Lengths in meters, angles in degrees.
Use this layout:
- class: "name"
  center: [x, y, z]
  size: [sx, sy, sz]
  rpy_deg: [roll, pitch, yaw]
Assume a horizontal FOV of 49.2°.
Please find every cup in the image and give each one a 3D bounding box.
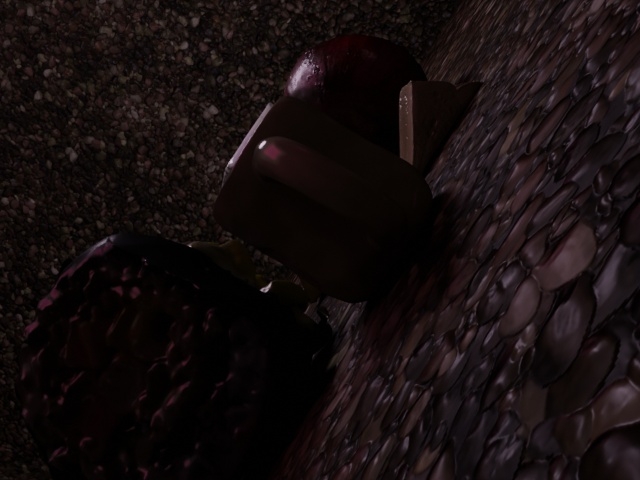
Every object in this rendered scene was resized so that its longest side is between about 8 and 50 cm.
- class: "cup"
  center: [0.017, -0.056, 0.742]
  size: [0.173, 0.202, 0.255]
  rpy_deg: [-60, 3, -27]

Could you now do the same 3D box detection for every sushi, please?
- class: "sushi"
  center: [-0.174, 0.159, 0.901]
  size: [0.285, 0.328, 0.328]
  rpy_deg: [-2, -69, -77]

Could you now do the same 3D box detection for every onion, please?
- class: "onion"
  center: [0.066, -0.243, 1.281]
  size: [0.276, 0.276, 0.276]
  rpy_deg: [-58, 3, 5]

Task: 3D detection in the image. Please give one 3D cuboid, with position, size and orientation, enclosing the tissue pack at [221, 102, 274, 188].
- class: "tissue pack"
  center: [-0.064, -0.183, 1.997]
  size: [0.266, 0.356, 0.194]
  rpy_deg: [-60, 0, -23]

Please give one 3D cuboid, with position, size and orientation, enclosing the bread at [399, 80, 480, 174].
- class: "bread"
  center: [0.168, -0.151, 0.995]
  size: [0.077, 0.105, 0.152]
  rpy_deg: [168, 102, -86]

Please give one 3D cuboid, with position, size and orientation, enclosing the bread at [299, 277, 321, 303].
- class: "bread"
  center: [0.000, 0.000, 1.368]
  size: [0.266, 0.142, 0.178]
  rpy_deg: [-67, -31, -65]
